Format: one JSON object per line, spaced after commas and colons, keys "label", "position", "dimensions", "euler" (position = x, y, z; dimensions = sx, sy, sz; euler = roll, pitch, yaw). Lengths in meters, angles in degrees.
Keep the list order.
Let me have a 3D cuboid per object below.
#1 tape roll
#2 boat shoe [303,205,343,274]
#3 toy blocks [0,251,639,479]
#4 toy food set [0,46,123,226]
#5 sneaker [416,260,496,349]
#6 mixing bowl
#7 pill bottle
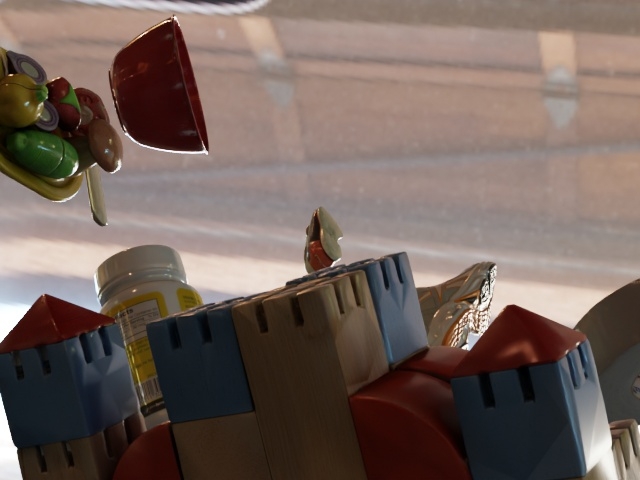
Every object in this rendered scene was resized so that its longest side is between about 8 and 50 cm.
{"label": "tape roll", "position": [0.388, 0.120, 1.507], "dimensions": [0.219, 0.072, 0.219], "euler": [-12, -36, -9]}
{"label": "boat shoe", "position": [0.000, 0.000, 1.698], "dimensions": [0.043, 0.137, 0.049], "euler": [-41, -70, 17]}
{"label": "toy blocks", "position": [0.006, 0.128, 0.646], "dimensions": [0.381, 0.261, 0.190], "euler": [-12, 3, 28]}
{"label": "toy food set", "position": [-0.232, -0.107, 1.222], "dimensions": [0.071, 0.128, 0.218], "euler": [-17, -24, 20]}
{"label": "sneaker", "position": [0.149, 0.083, 1.742], "dimensions": [0.121, 0.099, 0.262], "euler": [11, 21, 20]}
{"label": "mixing bowl", "position": [-0.208, -0.185, 1.698], "dimensions": [0.098, 0.181, 0.181], "euler": [-14, -21, 1]}
{"label": "pill bottle", "position": [-0.172, 0.117, 1.447], "dimensions": [0.119, 0.208, 0.119], "euler": [-15, -27, -8]}
